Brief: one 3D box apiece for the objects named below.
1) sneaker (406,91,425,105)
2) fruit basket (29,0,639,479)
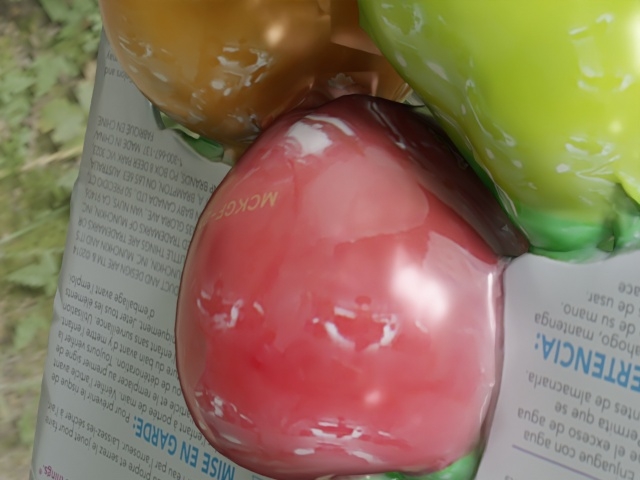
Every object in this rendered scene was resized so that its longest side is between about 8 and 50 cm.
[{"bbox_3d":[0.080,-0.075,0.885,0.192,0.086,0.064,45,77,2],"label":"sneaker"},{"bbox_3d":[0.027,-0.034,0.564,0.165,0.327,0.353,-1,101,-37],"label":"fruit basket"}]
